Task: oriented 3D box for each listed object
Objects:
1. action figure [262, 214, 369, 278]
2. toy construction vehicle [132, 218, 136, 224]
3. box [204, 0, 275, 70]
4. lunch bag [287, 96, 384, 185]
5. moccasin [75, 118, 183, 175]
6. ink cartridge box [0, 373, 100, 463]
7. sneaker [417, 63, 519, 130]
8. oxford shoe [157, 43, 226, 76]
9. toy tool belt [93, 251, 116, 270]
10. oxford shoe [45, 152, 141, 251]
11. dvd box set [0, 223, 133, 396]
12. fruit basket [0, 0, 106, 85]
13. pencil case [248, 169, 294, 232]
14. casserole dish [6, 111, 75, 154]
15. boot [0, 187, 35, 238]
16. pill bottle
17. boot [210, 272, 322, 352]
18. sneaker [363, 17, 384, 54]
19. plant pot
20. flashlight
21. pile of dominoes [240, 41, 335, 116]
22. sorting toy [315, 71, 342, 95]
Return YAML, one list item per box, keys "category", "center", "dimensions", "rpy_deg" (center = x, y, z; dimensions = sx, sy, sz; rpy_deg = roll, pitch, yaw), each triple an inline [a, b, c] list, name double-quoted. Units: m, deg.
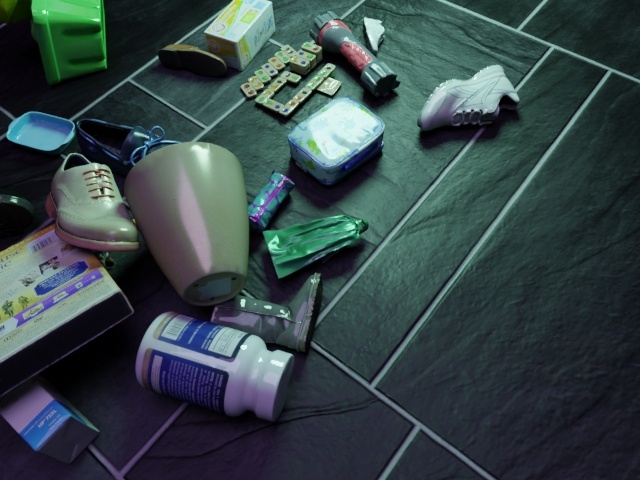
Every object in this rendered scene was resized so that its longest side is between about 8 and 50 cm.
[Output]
- category: "action figure"
  center: [0.000, 0.000, 1.195]
  dimensions: [0.232, 0.063, 0.137]
  rpy_deg: [-19, 57, -5]
- category: "toy construction vehicle"
  center: [-0.388, -0.062, 1.274]
  dimensions: [0.085, 0.035, 0.098]
  rpy_deg: [24, 64, 5]
- category: "box"
  center: [-0.232, -0.609, 1.567]
  dimensions: [0.114, 0.103, 0.203]
  rpy_deg: [21, 61, 15]
- category: "lunch bag"
  center: [0.042, -0.245, 1.333]
  dimensions: [0.219, 0.090, 0.176]
  rpy_deg: [-39, 63, -20]
- category: "moccasin"
  center: [-0.457, -0.215, 1.320]
  dimensions: [0.341, 0.117, 0.138]
  rpy_deg: [11, 59, 9]
- category: "ink cartridge box"
  center: [-0.532, 0.297, 0.989]
  dimensions: [0.231, 0.134, 0.078]
  rpy_deg: [33, 65, 20]
- category: "sneaker"
  center: [0.384, -0.350, 1.378]
  dimensions: [0.297, 0.111, 0.129]
  rpy_deg: [-27, 66, -13]
- category: "oxford shoe"
  center: [-0.358, -0.530, 1.545]
  dimensions: [0.212, 0.076, 0.076]
  rpy_deg: [19, 49, 13]
- category: "toy tool belt"
  center: [-0.499, 0.042, 1.197]
  dimensions: [0.083, 0.052, 0.051]
  rpy_deg: [-18, 58, 5]
- category: "oxford shoe"
  center: [-0.490, -0.085, 1.138]
  dimensions: [0.140, 0.147, 0.397]
  rpy_deg: [1, 19, -45]
- category: "dvd box set"
  center: [-0.573, 0.115, 1.040]
  dimensions: [0.307, 0.062, 0.420]
  rpy_deg: [-34, 37, -22]
- category: "fruit basket"
  center: [-0.808, -0.659, 1.517]
  dimensions: [0.392, 0.283, 0.392]
  rpy_deg: [7, 53, -10]
- category: "pencil case"
  center: [-0.123, -0.089, 1.253]
  dimensions: [0.064, 0.070, 0.152]
  rpy_deg: [34, 64, -6]
- category: "casserole dish"
  center: [-0.734, -0.280, 1.422]
  dimensions: [0.188, 0.037, 0.114]
  rpy_deg: [15, 60, 13]
- category: "boot"
  center: [-0.841, -0.142, 1.283]
  dimensions: [0.347, 0.131, 0.260]
  rpy_deg: [-4, 58, 1]
- category: "pill bottle"
  center: [-0.191, 0.237, 1.000]
  dimensions: [0.264, 0.153, 0.153]
  rpy_deg: [14, 59, 12]
- category: "boot"
  center: [-0.110, 0.136, 1.118]
  dimensions: [0.208, 0.076, 0.190]
  rpy_deg: [8, 56, 15]
- category: "sneaker"
  center: [0.161, -0.604, 1.577]
  dimensions: [0.061, 0.054, 0.152]
  rpy_deg: [-2, 57, -2]
- category: "plant pot"
  center: [-0.247, -0.014, 1.104]
  dimensions: [0.256, 0.256, 0.274]
  rpy_deg: [-18, 60, -9]
- category: "flashlight"
  center: [0.088, -0.519, 1.501]
  dimensions: [0.103, 0.103, 0.304]
  rpy_deg: [-40, 62, 9]
- category: "pile of dominoes"
  center: [-0.097, -0.467, 1.501]
  dimensions: [0.196, 0.040, 0.251]
  rpy_deg: [28, 63, 23]
- category: "sorting toy"
  center: [0.028, -0.440, 1.502]
  dimensions: [0.062, 0.012, 0.083]
  rpy_deg: [24, 64, 18]
